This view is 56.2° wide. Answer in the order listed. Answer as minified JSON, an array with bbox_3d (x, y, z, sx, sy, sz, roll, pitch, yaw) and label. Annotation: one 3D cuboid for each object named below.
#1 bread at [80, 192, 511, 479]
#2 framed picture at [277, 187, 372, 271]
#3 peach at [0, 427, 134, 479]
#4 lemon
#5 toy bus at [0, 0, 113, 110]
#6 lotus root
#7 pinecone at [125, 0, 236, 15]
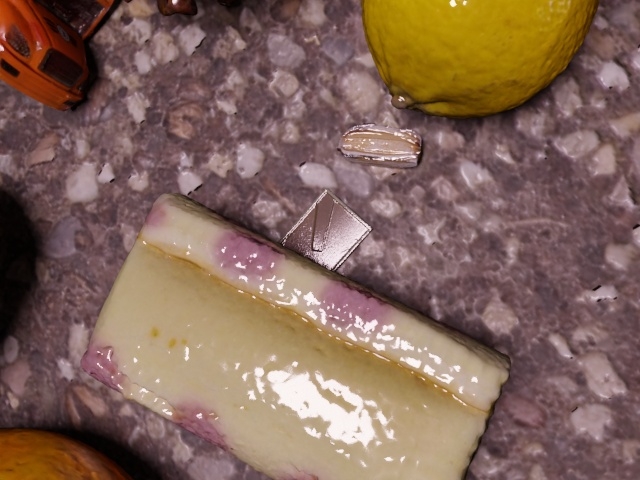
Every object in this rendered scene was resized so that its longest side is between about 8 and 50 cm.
[{"bbox_3d":[-0.020,0.110,0.526,0.338,0.155,0.187,24,82,14],"label":"bread"},{"bbox_3d":[0.000,0.000,0.607,0.066,0.006,0.089,41,93,12],"label":"framed picture"},{"bbox_3d":[-0.310,0.326,0.492,0.372,0.290,0.373,-2,82,14],"label":"peach"},{"bbox_3d":[0.132,-0.208,0.508,0.192,0.192,0.231,33,89,12],"label":"lemon"},{"bbox_3d":[-0.333,-0.305,0.632,0.153,0.143,0.329,-32,78,5],"label":"toy bus"},{"bbox_3d":[0.059,-0.093,0.592,0.083,0.030,0.038,8,80,10],"label":"lotus root"},{"bbox_3d":[-0.133,-0.345,0.521,0.242,0.296,0.298,-22,43,-28],"label":"pinecone"}]
